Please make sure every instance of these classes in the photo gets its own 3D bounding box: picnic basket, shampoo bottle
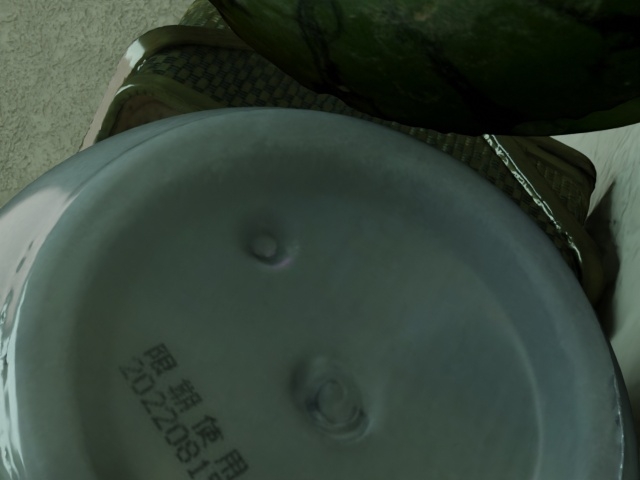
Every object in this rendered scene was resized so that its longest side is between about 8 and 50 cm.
[{"bbox_3d":[0.000,0.000,0.773,0.165,0.266,0.139,-63,2,33],"label":"picnic basket"},{"bbox_3d":[-0.029,0.103,0.577,0.266,0.273,0.273,117,175,-57],"label":"shampoo bottle"}]

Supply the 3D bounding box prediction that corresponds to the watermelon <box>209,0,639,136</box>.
[{"bbox_3d":[0.090,-0.208,0.552,0.363,0.363,0.363,-63,7,15],"label":"watermelon"}]
